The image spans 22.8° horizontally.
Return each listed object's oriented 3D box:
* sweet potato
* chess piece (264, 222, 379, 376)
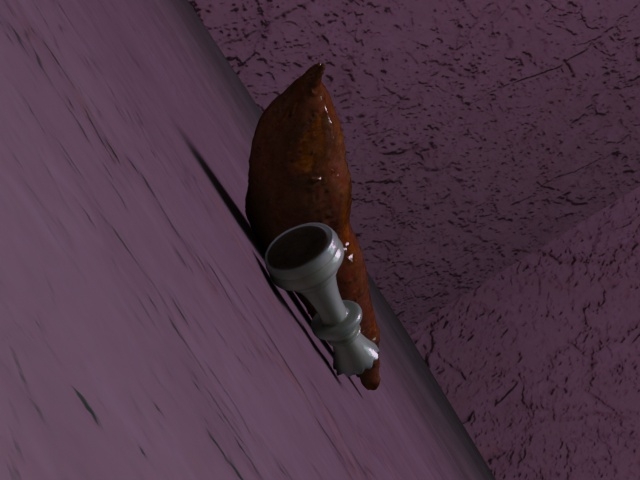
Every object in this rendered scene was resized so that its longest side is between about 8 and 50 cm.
[{"bbox_3d":[-0.007,-0.001,0.911,0.068,0.068,0.226,-119,-166,-57],"label":"sweet potato"},{"bbox_3d":[0.006,0.037,0.853,0.093,0.042,0.042,62,0,-34],"label":"chess piece"}]
